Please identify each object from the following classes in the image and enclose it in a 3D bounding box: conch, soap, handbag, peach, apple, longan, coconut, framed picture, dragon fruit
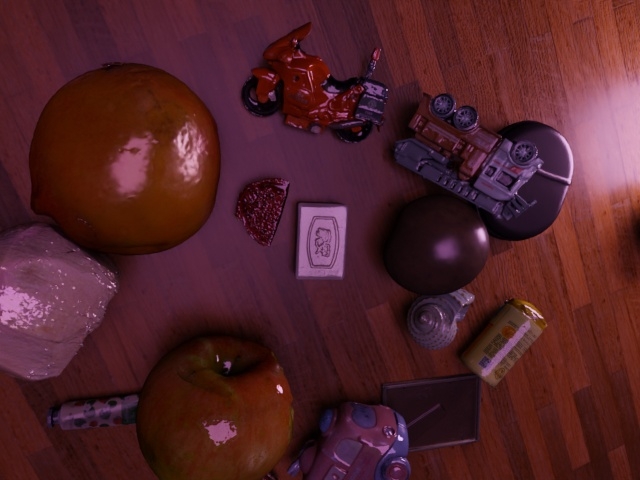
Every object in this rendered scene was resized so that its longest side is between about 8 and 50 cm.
[{"bbox_3d":[0.293,0.187,1.215,0.131,0.200,0.172,26,94,20],"label":"conch"},{"bbox_3d":[0.000,0.000,1.153,0.122,0.064,0.182,1,99,-10],"label":"soap"},{"bbox_3d":[0.515,-0.146,1.222,0.254,0.093,0.307,17,96,-14],"label":"handbag"},{"bbox_3d":[-0.361,-0.144,0.924,0.373,0.290,0.372,-23,120,-47],"label":"peach"},{"bbox_3d":[-0.220,0.378,1.041,0.340,0.339,0.339,-2,100,-12],"label":"apple"},{"bbox_3d":[0.266,0.012,1.139,0.249,0.248,0.248,-2,100,-12],"label":"longan"},{"bbox_3d":[-0.566,0.104,0.936,0.255,0.297,0.297,40,90,-27],"label":"coconut"},{"bbox_3d":[0.306,0.478,1.326,0.290,0.016,0.213,-4,101,-11],"label":"framed picture"},{"bbox_3d":[-0.136,-0.079,1.108,0.107,0.083,0.162,17,105,-2],"label":"dragon fruit"}]

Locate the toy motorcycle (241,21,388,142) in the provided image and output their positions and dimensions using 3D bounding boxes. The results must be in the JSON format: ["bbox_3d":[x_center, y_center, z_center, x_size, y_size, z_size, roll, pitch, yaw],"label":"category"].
[{"bbox_3d":[0.002,-0.347,1.062,0.326,0.147,0.221,14,119,-12],"label":"toy motorcycle"}]

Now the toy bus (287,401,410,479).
[{"bbox_3d":[0.074,0.535,1.200,0.232,0.197,0.294,29,99,-3],"label":"toy bus"}]

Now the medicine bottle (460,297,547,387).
[{"bbox_3d":[0.486,0.264,1.276,0.124,0.124,0.238,40,89,-15],"label":"medicine bottle"}]

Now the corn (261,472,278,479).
[{"bbox_3d":[-0.200,0.566,1.205,0.079,0.079,0.237,-45,108,-2],"label":"corn"}]

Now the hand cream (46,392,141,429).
[{"bbox_3d":[-0.481,0.398,1.126,0.276,0.059,0.095,-1,102,-16],"label":"hand cream"}]

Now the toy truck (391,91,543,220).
[{"bbox_3d":[0.345,-0.183,1.106,0.338,0.133,0.184,35,102,11],"label":"toy truck"}]
